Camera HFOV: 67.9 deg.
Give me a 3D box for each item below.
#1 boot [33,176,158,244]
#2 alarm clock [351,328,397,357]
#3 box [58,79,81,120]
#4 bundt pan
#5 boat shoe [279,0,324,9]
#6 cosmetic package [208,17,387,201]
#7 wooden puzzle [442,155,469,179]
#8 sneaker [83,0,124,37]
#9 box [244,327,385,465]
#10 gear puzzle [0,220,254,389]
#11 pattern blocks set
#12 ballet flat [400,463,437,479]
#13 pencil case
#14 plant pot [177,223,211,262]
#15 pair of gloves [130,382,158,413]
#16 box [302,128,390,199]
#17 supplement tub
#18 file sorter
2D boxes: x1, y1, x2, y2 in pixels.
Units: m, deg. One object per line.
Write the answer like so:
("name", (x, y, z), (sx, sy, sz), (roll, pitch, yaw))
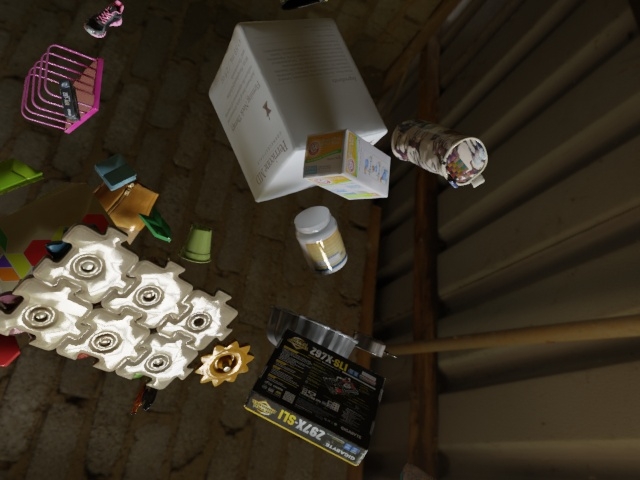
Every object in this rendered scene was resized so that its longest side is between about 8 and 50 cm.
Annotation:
("boot", (-0.621, -0.118, 1.331), (0.211, 0.295, 0.104), (-64, -176, -2))
("alarm clock", (0.194, 0.389, 1.759), (0.064, 0.192, 0.129), (-64, 167, -9))
("box", (-0.479, -0.266, 0.909), (0.083, 0.018, 0.067), (-161, -116, -69))
("bundt pan", (-0.044, 0.338, 1.616), (0.124, 0.330, 0.331), (-67, -164, -14))
("boat shoe", (-0.006, -0.687, 1.306), (0.081, 0.227, 0.069), (16, 70, -73))
("cosmetic package", (-0.079, -0.385, 1.414), (0.329, 0.327, 0.394), (-37, -105, 57))
("wooden puzzle", (0.392, -0.209, 1.370), (0.049, 0.083, 0.006), (-39, -178, 14))
("sneaker", (-0.467, -0.487, 1.033), (0.057, 0.047, 0.119), (-31, -151, 40))
("box", (-0.004, 0.403, 1.263), (0.079, 0.322, 0.257), (-66, 176, 30))
("gear puzzle", (-0.208, 0.103, 0.611), (0.175, 0.339, 0.044), (-45, -140, 6))
("pattern blocks set", (-0.384, 0.010, 0.676), (0.285, 0.324, 0.026), (61, -30, 6))
("ballet flat", (0.228, 0.507, 0.801), (0.106, 0.107, 0.316), (-46, -151, 19))
("pencil case", (0.399, -0.311, 1.658), (0.184, 0.159, 0.410), (65, -7, -29))
("plant pot", (-0.302, 0.003, 1.176), (0.083, 0.083, 0.079), (-127, -127, -68))
("pair of gloves", (-0.369, 0.329, 1.009), (0.083, 0.010, 0.074), (-26, -141, 37))
("box", (0.064, -0.170, 1.102), (0.114, 0.203, 0.103), (0, -100, 35))
("supplement tub", (0.000, 0.000, 1.599), (0.144, 0.144, 0.200), (-102, 173, -56))
("file sorter", (-0.945, -0.549, 1.726), (0.290, 0.182, 0.202), (-10, -105, 43))
